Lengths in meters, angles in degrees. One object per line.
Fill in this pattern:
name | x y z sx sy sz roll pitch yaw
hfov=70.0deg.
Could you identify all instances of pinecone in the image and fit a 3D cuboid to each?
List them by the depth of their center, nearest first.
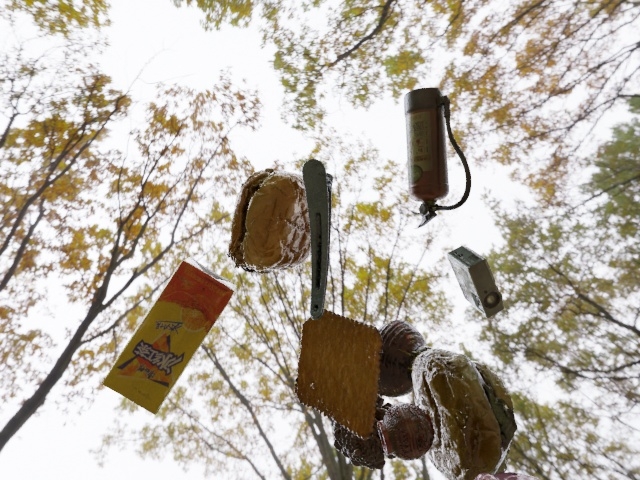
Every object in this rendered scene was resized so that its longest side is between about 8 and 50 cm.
pinecone | 0.165 0.660 1.613 0.244 0.309 0.244 6 -66 14

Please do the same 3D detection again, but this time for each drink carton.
drink carton | -0.365 0.227 1.127 0.154 0.111 0.351 33 -92 -6

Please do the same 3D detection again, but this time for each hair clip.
hair clip | 0.000 0.000 0.803 0.048 0.083 0.275 -4 -101 11

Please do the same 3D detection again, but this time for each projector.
projector | 0.376 0.095 1.099 0.061 0.115 0.147 -28 -70 0

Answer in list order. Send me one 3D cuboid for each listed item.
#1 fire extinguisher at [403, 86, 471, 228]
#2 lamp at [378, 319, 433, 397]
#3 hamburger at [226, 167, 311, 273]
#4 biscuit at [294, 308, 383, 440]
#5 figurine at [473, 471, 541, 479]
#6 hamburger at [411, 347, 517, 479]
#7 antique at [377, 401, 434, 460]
fire extinguisher | 0.303 -0.221 1.234 0.113 0.200 0.376 -2 -90 -15
lamp | 0.241 0.369 1.425 0.247 0.247 0.247 -5 -69 -13
hamburger | -0.106 -0.041 1.206 0.318 0.158 0.319 -37 -45 -47
biscuit | 0.032 0.270 0.967 0.013 0.232 0.237 0 -81 -45
figurine | 0.291 0.425 0.660 0.173 0.173 0.173 -5 -69 -13
hamburger | 0.282 0.373 0.962 0.134 0.265 0.285 -1 -97 -24
antique | 0.157 0.345 0.828 0.104 0.104 0.104 -5 -69 -13
